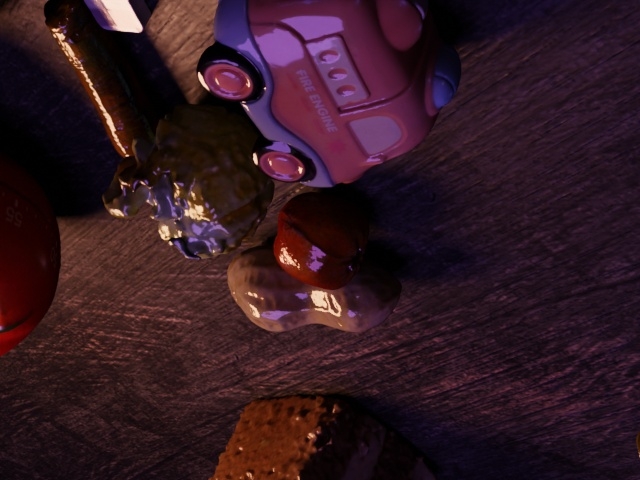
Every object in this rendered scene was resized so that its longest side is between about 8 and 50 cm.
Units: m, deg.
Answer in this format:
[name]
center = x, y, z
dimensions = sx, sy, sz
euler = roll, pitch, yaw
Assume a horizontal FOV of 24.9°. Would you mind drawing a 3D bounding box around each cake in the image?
[cake]
center = -0.007, 0.421, 2.364
dimensions = 0.282, 0.256, 0.290
euler = -9, 132, 48

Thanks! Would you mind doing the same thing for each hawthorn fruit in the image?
[hawthorn fruit]
center = 0.000, 0.000, 1.806
dimensions = 0.128, 0.128, 0.128
euler = 19, 151, 11

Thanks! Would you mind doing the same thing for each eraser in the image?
[eraser]
center = -0.236, -0.279, 1.623
dimensions = 0.065, 0.026, 0.105
euler = 7, 146, 25

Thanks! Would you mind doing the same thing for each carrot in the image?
[carrot]
center = -0.256, -0.190, 1.739
dimensions = 0.070, 0.070, 0.260
euler = 9, 147, 28

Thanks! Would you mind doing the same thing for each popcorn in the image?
[popcorn]
center = -0.160, -0.066, 1.738
dimensions = 0.212, 0.198, 0.198
euler = 0, 149, 1

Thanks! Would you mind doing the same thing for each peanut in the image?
[peanut]
center = -0.016, 0.066, 1.920
dimensions = 0.274, 0.125, 0.111
euler = 1, 116, 36

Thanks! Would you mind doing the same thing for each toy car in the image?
[toy car]
center = 0.023, -0.184, 1.435
dimensions = 0.212, 0.181, 0.270
euler = -4, 140, 26

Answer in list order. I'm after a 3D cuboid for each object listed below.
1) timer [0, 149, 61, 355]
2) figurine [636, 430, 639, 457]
[timer]
center = -0.557, 0.012, 2.053
dimensions = 0.377, 0.279, 0.378
euler = -1, 143, -1
[figurine]
center = 0.511, 0.139, 1.638
dimensions = 0.338, 0.205, 0.283
euler = -15, 126, 33
